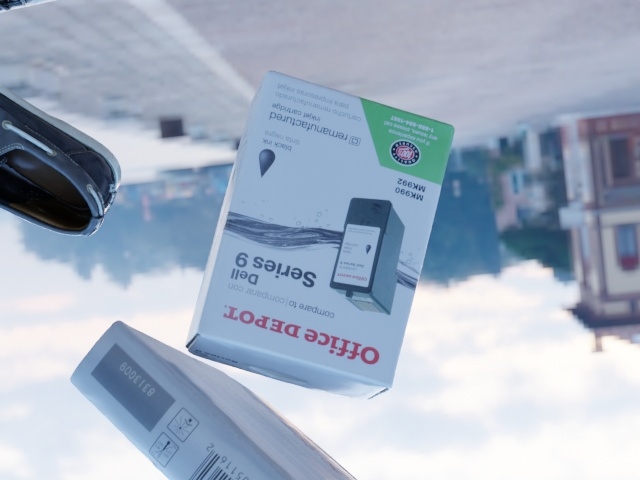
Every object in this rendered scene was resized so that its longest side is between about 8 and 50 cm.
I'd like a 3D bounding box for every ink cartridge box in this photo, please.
[{"bbox_3d":[-0.057,0.246,1.670,0.308,0.091,0.385,38,179,28],"label":"ink cartridge box"},{"bbox_3d":[0.000,0.000,1.633,0.211,0.289,0.121,16,166,-8],"label":"ink cartridge box"}]

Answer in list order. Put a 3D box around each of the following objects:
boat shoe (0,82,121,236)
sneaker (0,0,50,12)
[{"bbox_3d":[-0.269,-0.076,1.230,0.233,0.084,0.079,26,-143,-12],"label":"boat shoe"},{"bbox_3d":[-0.386,-0.275,1.749,0.271,0.108,0.100,-3,152,13],"label":"sneaker"}]
